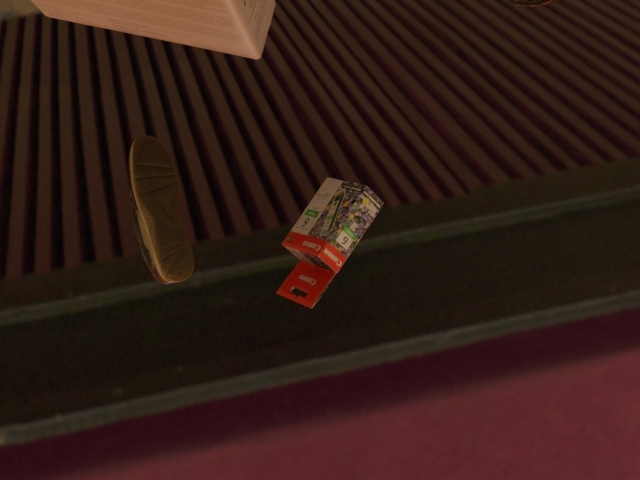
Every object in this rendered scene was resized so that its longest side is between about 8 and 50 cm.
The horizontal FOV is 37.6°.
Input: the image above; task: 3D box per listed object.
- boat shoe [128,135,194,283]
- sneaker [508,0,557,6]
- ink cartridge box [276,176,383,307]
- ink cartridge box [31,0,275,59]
[{"bbox_3d":[-0.251,-0.041,1.399,0.080,0.073,0.223,-11,84,-44],"label":"boat shoe"},{"bbox_3d":[0.178,-0.412,1.003,0.169,0.447,0.257,20,102,-57],"label":"sneaker"},{"bbox_3d":[0.000,0.000,0.835,0.029,0.063,0.115,42,76,-33],"label":"ink cartridge box"},{"bbox_3d":[-0.231,-0.335,1.070,0.308,0.385,0.091,13,82,7],"label":"ink cartridge box"}]
